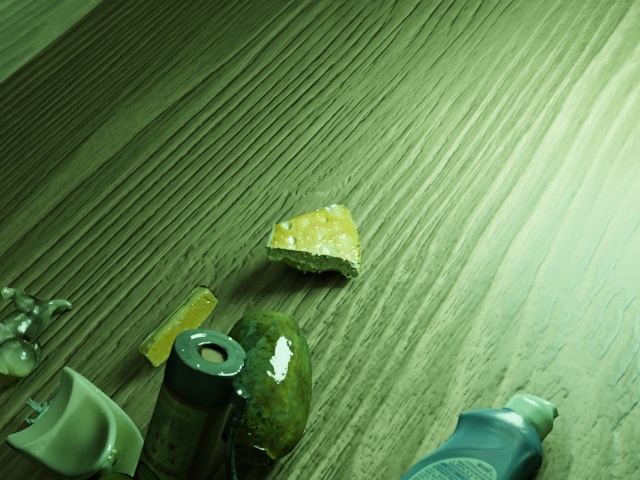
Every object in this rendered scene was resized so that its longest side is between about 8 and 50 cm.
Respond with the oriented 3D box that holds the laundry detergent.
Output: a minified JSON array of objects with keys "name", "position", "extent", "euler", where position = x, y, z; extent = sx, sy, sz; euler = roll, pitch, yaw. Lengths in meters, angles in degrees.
[{"name":"laundry detergent","position":[0.221,0.328,1.041],"extent":[0.290,0.094,0.143],"euler":[-40,37,-18]}]

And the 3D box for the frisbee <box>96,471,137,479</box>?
[{"name":"frisbee","position":[-0.308,0.473,1.117],"extent":[0.236,0.017,0.236],"euler":[-6,81,39]}]

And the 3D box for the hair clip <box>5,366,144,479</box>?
[{"name":"hair clip","position":[-0.410,0.365,1.312],"extent":[0.282,0.113,0.172],"euler":[19,65,42]}]

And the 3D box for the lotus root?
[{"name":"lotus root","position":[-0.096,0.239,1.239],"extent":[0.160,0.152,0.275],"euler":[-5,48,9]}]

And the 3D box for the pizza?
[{"name":"pizza","position":[-0.008,0.003,1.491],"extent":[0.188,0.081,0.204],"euler":[6,38,2]}]

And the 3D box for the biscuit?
[{"name":"biscuit","position":[-0.286,0.170,1.480],"extent":[0.188,0.052,0.056],"euler":[-47,33,-21]}]

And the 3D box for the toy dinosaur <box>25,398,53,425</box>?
[{"name":"toy dinosaur","position":[-0.505,0.349,1.424],"extent":[0.209,0.039,0.082],"euler":[24,55,36]}]

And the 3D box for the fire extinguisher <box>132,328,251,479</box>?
[{"name":"fire extinguisher","position":[-0.198,0.333,1.111],"extent":[0.113,0.376,0.200],"euler":[-2,34,-40]}]

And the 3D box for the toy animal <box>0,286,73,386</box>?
[{"name":"toy animal","position":[-0.663,0.207,1.595],"extent":[0.168,0.121,0.233],"euler":[5,40,10]}]
